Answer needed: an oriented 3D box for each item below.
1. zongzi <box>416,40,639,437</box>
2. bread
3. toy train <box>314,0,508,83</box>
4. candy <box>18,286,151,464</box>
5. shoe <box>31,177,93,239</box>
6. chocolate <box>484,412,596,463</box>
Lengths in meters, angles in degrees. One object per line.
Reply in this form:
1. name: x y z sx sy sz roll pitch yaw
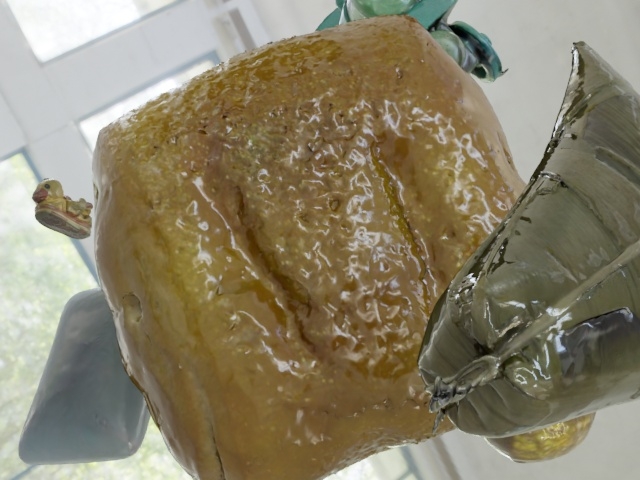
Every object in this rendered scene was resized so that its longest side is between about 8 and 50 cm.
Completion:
1. zongzi: 0.085 -0.012 0.374 0.081 0.189 0.178 -56 -131 55
2. bread: 0.001 -0.001 0.650 0.148 0.337 0.328 108 -38 -79
3. toy train: 0.075 -0.192 0.920 0.194 0.120 0.298 48 -4 1
4. candy: -0.197 0.117 0.791 0.138 0.174 0.071 -11 -40 28
5. shoe: -0.401 -0.048 1.360 0.109 0.069 0.072 25 -37 -28
6. chocolate: 0.239 0.128 0.936 0.134 0.309 0.134 6 -73 22
